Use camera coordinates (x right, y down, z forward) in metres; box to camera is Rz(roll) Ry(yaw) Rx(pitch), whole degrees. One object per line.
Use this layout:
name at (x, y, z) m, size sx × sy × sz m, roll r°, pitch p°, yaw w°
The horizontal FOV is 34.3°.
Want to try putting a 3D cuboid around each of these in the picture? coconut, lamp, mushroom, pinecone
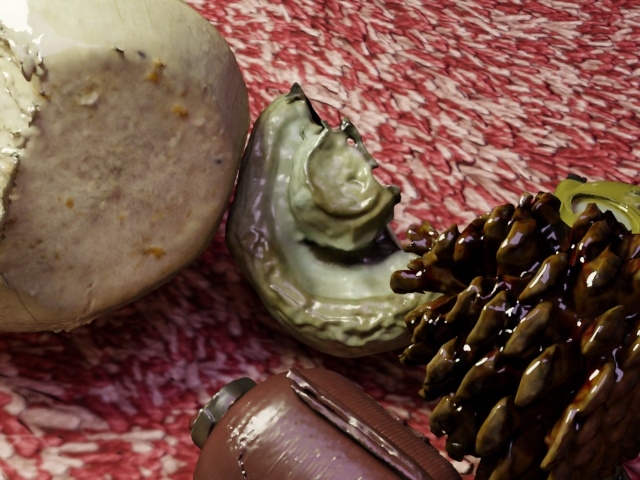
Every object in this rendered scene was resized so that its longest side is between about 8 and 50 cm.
coconut at (-0.258, -0.106, 0.942) m, size 0.346 × 0.346 × 0.360 m, roll -16°, pitch 32°, yaw -25°
lamp at (0.007, 0.197, 0.807) m, size 0.258 × 0.180 × 0.180 m, roll 37°, pitch 51°, yaw 21°
mushroom at (-0.002, -0.002, 1.003) m, size 0.164 × 0.189 × 0.267 m, roll -36°, pitch 90°, yaw -6°
pinecone at (0.184, 0.073, 0.825) m, size 0.244 × 0.243 × 0.257 m, roll -12°, pitch 66°, yaw -22°

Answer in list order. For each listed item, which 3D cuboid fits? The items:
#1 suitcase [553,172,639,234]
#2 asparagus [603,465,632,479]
suitcase at (0.298, 0.031, 1.033) m, size 0.194 × 0.143 × 0.235 m, roll 24°, pitch 34°, yaw 11°
asparagus at (0.239, 0.225, 0.904) m, size 0.080 × 0.080 × 0.287 m, roll 3°, pitch 46°, yaw -9°
